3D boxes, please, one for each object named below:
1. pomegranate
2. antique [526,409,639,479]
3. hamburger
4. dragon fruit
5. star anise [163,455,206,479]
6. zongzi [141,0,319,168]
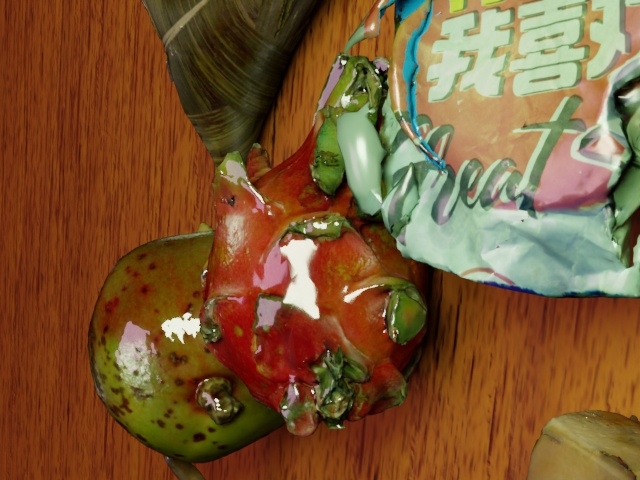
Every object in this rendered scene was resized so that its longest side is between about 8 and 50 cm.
[{"bbox_3d":[-0.094,0.068,1.265,0.198,0.198,0.246,-51,12,48],"label":"pomegranate"},{"bbox_3d":[0.171,0.258,0.925,0.087,0.093,0.310,31,120,52],"label":"antique"},{"bbox_3d":[0.147,-0.101,0.897,0.260,0.150,0.276,30,104,33],"label":"hamburger"},{"bbox_3d":[0.011,0.002,1.082,0.269,0.198,0.200,-64,33,12],"label":"dragon fruit"},{"bbox_3d":[-0.055,0.365,1.279,0.349,0.109,0.292,46,126,24],"label":"star anise"},{"bbox_3d":[-0.037,-0.159,1.215,0.247,0.111,0.241,-5,108,52],"label":"zongzi"}]
